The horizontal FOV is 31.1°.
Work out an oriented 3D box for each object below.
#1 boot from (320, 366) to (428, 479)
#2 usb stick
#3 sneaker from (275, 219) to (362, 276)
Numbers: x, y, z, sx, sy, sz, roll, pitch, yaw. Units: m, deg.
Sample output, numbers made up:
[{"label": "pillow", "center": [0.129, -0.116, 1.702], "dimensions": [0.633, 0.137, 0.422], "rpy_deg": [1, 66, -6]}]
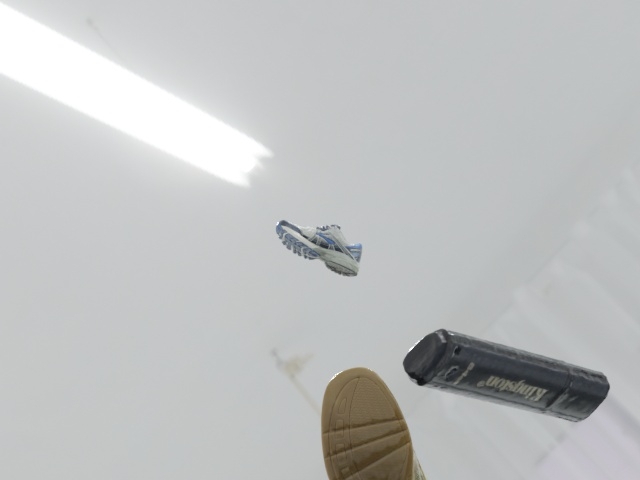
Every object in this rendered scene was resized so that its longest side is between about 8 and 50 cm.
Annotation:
[{"label": "boot", "center": [0.071, 0.257, 1.272], "dimensions": [0.095, 0.261, 0.203], "rpy_deg": [-21, 0, 4]}, {"label": "usb stick", "center": [0.211, 0.151, 1.269], "dimensions": [0.278, 0.045, 0.077], "rpy_deg": [18, -52, -35]}, {"label": "sneaker", "center": [0.000, 0.000, 1.641], "dimensions": [0.058, 0.135, 0.052], "rpy_deg": [-67, 14, -21]}]
